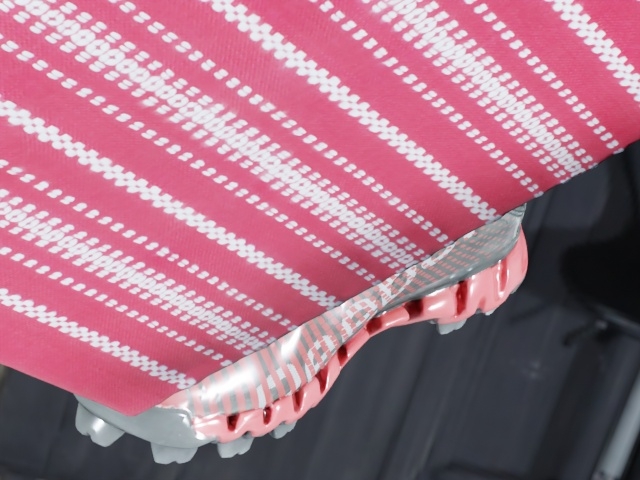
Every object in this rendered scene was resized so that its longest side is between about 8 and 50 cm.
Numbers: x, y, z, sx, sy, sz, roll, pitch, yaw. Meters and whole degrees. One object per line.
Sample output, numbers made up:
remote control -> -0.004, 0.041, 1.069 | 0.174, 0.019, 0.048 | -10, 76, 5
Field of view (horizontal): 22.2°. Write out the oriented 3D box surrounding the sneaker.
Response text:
sneaker -> 0.000, 0.000, 0.738 | 0.098, 0.135, 0.276 | 34, 41, 32

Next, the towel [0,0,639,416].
towel -> -0.015, -0.040, 0.436 | 0.199, 0.275, 0.031 | 31, 36, -51
